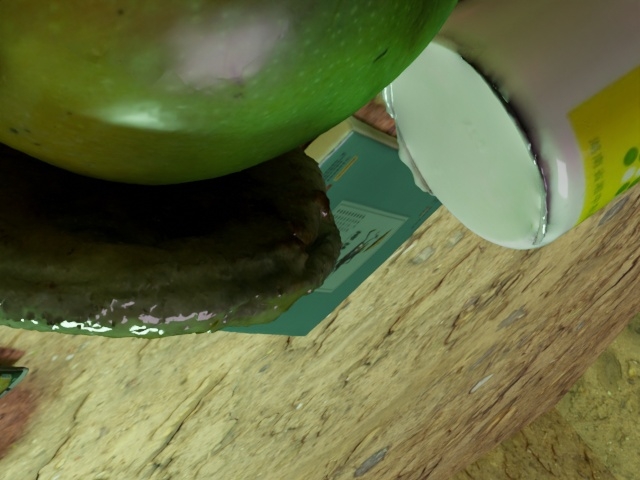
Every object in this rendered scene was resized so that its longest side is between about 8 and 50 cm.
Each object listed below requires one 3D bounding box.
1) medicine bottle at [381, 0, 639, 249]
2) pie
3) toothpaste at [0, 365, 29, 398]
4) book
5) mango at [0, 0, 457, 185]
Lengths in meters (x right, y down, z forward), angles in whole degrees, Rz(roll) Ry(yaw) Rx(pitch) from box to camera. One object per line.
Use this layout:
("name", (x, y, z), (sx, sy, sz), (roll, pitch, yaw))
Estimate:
("medicine bottle", (0.256, -0.166, 1.299), (0.379, 0.213, 0.213), (-33, 162, -22))
("pie", (-0.133, -0.020, 0.799), (0.323, 0.323, 0.070), (-18, 118, -51))
("toothpaste", (-0.283, 0.109, 1.160), (0.049, 0.031, 0.204), (-42, 166, 5))
("book", (0.000, 0.000, 1.480), (0.264, 0.031, 0.379), (-43, 163, 12))
("mango", (-0.034, -0.143, 0.769), (0.382, 0.201, 0.225), (-20, 150, -55))
